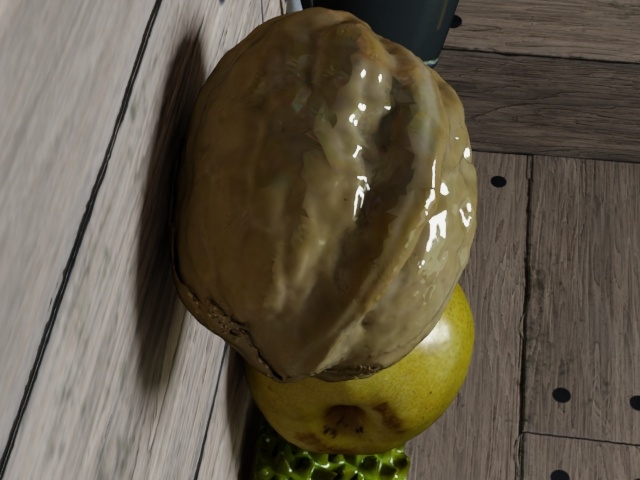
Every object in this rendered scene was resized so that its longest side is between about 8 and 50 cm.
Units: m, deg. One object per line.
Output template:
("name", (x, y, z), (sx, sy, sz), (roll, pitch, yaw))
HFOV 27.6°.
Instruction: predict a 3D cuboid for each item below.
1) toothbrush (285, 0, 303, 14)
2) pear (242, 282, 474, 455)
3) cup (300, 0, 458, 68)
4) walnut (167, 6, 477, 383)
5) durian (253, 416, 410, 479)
("toothbrush", (-0.023, -0.189, 1.250), (0.354, 0.024, 0.029), (81, 21, -67))
("pear", (0.033, 0.082, 1.158), (0.209, 0.209, 0.209), (5, 90, -84))
("cup", (0.048, -0.264, 1.351), (0.223, 0.169, 0.176), (-16, 125, -47))
("walnut", (0.003, -0.026, 0.818), (0.198, 0.198, 0.245), (81, 20, -67))
("durian", (-0.003, 0.274, 1.261), (0.169, 0.157, 0.355), (131, -32, -70))
